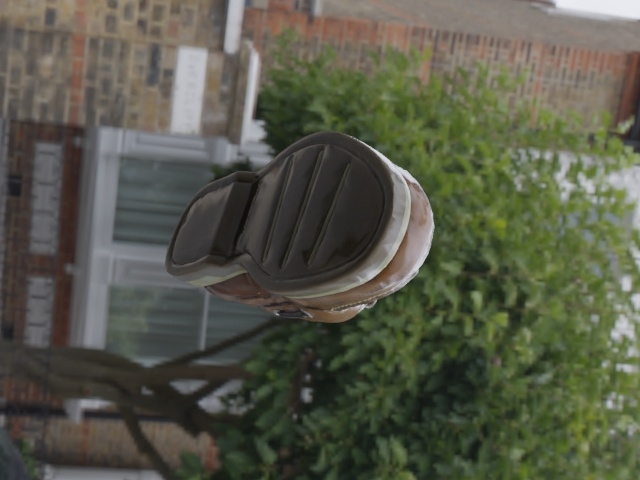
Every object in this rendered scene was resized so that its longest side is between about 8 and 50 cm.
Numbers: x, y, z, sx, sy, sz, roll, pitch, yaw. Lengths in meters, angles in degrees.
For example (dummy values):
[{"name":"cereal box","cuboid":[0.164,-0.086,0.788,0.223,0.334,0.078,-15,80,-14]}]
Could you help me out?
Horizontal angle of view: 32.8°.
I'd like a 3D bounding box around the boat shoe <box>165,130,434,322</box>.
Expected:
[{"name":"boat shoe","cuboid":[0.000,0.000,0.749,0.307,0.104,0.111,3,-112,63]}]
